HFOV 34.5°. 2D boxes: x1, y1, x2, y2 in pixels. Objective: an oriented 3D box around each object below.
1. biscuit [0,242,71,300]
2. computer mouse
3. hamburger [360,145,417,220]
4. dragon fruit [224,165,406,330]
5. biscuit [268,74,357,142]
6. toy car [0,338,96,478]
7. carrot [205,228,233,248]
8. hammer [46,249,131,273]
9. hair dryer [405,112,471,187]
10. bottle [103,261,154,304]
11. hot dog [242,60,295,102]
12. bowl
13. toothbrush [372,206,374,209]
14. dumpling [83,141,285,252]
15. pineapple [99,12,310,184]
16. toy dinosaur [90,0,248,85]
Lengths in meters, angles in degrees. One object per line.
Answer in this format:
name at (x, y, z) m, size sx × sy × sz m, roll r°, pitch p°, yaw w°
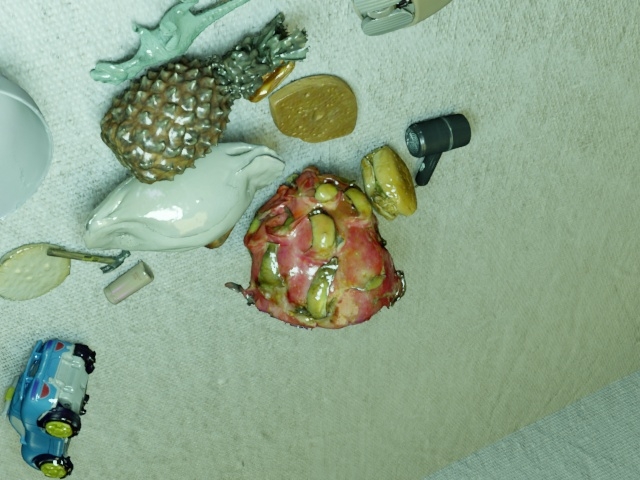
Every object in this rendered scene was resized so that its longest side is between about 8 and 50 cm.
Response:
biscuit at (-0.522, 0.058, 1.858) m, size 0.152 × 0.020 × 0.152 m, roll -22°, pitch 146°, yaw -16°
computer mouse at (0.161, -0.436, 1.731) m, size 0.236 × 0.082 × 0.145 m, roll -31°, pitch 148°, yaw -5°
hamburger at (0.137, -0.114, 2.072) m, size 0.083 × 0.147 × 0.138 m, roll -26°, pitch 145°, yaw 24°
dragon fruit at (0.000, 0.000, 1.974) m, size 0.314 × 0.296 × 0.263 m, roll -19°, pitch 125°, yaw -35°
biscuit at (-0.008, -0.241, 1.890) m, size 0.220 × 0.029 × 0.142 m, roll 9°, pitch 130°, yaw -45°
toy car at (-0.550, 0.338, 2.068) m, size 0.166 × 0.198 × 0.314 m, roll 14°, pitch 137°, yaw -7°
carrot at (-0.178, -0.053, 1.978) m, size 0.055 × 0.055 × 0.161 m, roll 16°, pitch 117°, yaw -49°
hammer at (-0.429, 0.033, 1.887) m, size 0.062 × 0.017 × 0.182 m, roll -44°, pitch 153°, yaw 22°
hair dryer at (0.224, -0.173, 2.153) m, size 0.124 × 0.071 × 0.219 m, roll -16°, pitch 152°, yaw -21°
bottle at (-0.372, 0.084, 1.996) m, size 0.096 × 0.045 × 0.045 m, roll -34°, pitch 147°, yaw 5°
hot dog at (-0.088, -0.282, 1.760) m, size 0.122 × 0.049 × 0.037 m, roll -40°, pitch -176°, yaw 20°
bowl at (-0.539, -0.148, 1.461) m, size 0.287 × 0.144 × 0.287 m, roll -22°, pitch 145°, yaw -16°
toothbrush at (0.015, -0.047, 2.166) m, size 0.342 × 0.025 × 0.030 m, roll -16°, pitch 142°, yaw -24°
dumpling at (-0.242, -0.058, 1.811) m, size 0.341 × 0.181 × 0.260 m, roll -47°, pitch 176°, yaw -18°
pineapple at (-0.180, -0.241, 1.650) m, size 0.361 × 0.175 × 0.175 m, roll -42°, pitch 148°, yaw -10°
toy dinosaur at (-0.188, -0.340, 1.552) m, size 0.383 × 0.076 × 0.129 m, roll -28°, pitch 180°, yaw 4°
